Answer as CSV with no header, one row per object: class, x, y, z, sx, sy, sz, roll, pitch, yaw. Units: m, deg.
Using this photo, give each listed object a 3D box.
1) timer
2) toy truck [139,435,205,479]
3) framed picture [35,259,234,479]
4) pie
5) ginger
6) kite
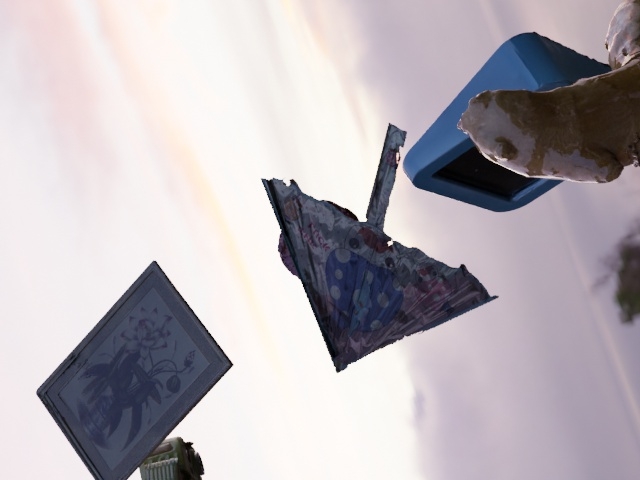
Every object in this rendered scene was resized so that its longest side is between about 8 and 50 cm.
timer,0.254,-0.125,1.748,0.232,0.250,0.091,12,-138,-44
toy truck,-0.189,0.348,1.801,0.116,0.085,0.191,72,-177,-62
framed picture,-0.220,0.161,1.623,0.173,0.231,0.010,49,-164,25
pie,0.000,0.000,2.291,0.036,0.154,0.154,50,-158,-60
ginger,0.363,-0.131,1.431,0.363,0.348,0.122,34,151,38
kite,0.066,0.019,1.858,0.014,0.406,0.368,-17,-53,-50
